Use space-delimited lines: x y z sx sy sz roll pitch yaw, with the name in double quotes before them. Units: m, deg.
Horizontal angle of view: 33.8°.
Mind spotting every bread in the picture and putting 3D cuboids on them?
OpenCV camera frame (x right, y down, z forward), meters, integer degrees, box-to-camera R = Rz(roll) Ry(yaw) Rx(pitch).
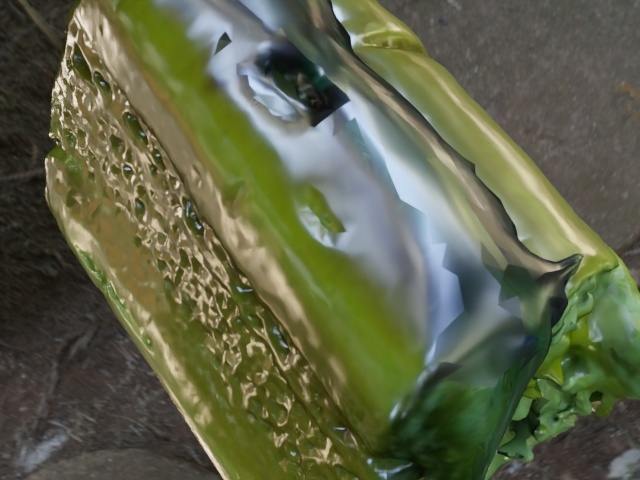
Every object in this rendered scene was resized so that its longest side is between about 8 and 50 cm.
"bread" 0.000 0.000 0.585 0.208 0.251 0.376 -18 58 -42
